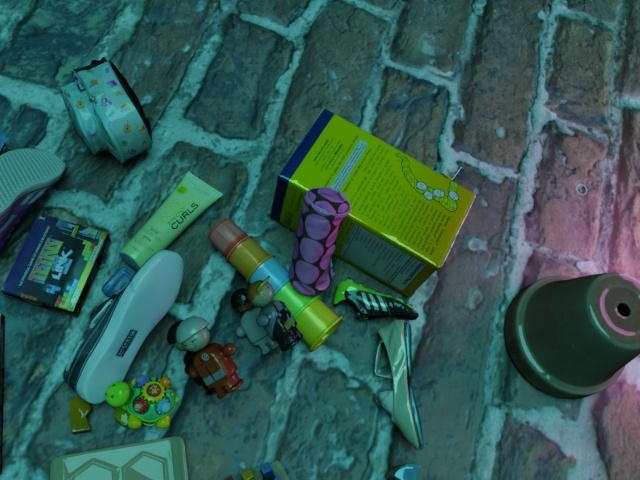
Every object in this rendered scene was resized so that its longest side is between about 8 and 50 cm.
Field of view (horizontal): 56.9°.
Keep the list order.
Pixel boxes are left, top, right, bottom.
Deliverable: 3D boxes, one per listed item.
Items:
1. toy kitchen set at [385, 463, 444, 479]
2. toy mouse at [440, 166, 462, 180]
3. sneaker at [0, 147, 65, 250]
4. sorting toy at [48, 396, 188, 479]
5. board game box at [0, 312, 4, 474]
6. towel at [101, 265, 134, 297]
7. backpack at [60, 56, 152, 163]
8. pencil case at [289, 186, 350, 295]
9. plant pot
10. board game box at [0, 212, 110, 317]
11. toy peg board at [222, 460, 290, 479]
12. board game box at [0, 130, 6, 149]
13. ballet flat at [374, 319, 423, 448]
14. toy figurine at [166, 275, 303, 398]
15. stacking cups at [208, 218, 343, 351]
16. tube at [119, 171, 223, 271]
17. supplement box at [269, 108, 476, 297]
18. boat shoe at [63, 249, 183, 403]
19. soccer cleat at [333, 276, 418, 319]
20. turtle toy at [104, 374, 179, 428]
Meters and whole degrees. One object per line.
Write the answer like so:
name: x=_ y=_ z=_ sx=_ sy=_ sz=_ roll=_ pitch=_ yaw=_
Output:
toy kitchen set: x=0.172 y=0.513 z=1.029 sx=0.166 sy=0.122 sz=0.207 roll=29 pitch=66 yaw=3
toy mouse: x=0.283 y=-0.083 z=1.352 sx=0.160 sy=0.031 sz=0.143 roll=-17 pitch=71 yaw=-17
sneaker: x=-0.611 y=-0.069 z=1.146 sx=0.102 sy=0.161 sz=0.282 roll=30 pitch=32 yaw=-4
sorting toy: x=-0.347 y=0.418 z=1.024 sx=0.228 sy=0.041 sz=0.308 roll=-6 pitch=62 yaw=-16
board game box: x=-0.637 y=0.274 z=1.034 sx=0.144 sy=0.027 sz=0.282 roll=-5 pitch=68 yaw=-14
towel: x=-0.364 y=0.109 z=1.153 sx=0.119 sy=0.029 sz=0.067 roll=38 pitch=67 yaw=6
backpack: x=-0.435 y=-0.255 z=1.219 sx=0.144 sy=0.166 sz=0.188 roll=-36 pitch=75 yaw=-21
pencil case: x=0.000 y=0.000 z=1.101 sx=0.098 sy=0.209 sz=0.095 roll=-9 pitch=45 yaw=-26
plant pot: x=0.537 y=0.170 z=1.185 sx=0.262 sy=0.229 sz=0.263 roll=3 pitch=67 yaw=-8
board game box: x=-0.508 y=0.047 z=1.142 sx=0.140 sy=0.048 sz=0.171 roll=16 pitch=65 yaw=-5
toy peg board: x=-0.111 y=0.451 z=0.984 sx=0.160 sy=0.079 sz=0.161 roll=-25 pitch=39 yaw=-19
board game box: x=-0.678 y=-0.144 z=1.169 sx=0.168 sy=0.033 sz=0.133 roll=-32 pitch=44 yaw=8
ballet flat: x=0.149 y=0.280 z=1.157 sx=0.086 sy=0.086 sz=0.249 roll=2 pitch=66 yaw=-10
toy figurine: x=-0.159 y=0.168 z=1.065 sx=0.209 sy=0.213 sz=0.148 roll=-34 pitch=91 yaw=-21
stacking cups: x=-0.098 y=0.083 z=1.191 sx=0.316 sy=0.096 sz=0.096 roll=42 pitch=66 yaw=14
tube: x=-0.310 y=-0.041 z=1.213 sx=0.240 sy=0.062 sz=0.070 roll=-53 pitch=125 yaw=-29
supplement box: x=0.100 y=-0.072 z=1.225 sx=0.356 sy=0.194 sz=0.195 roll=30 pitch=65 yaw=3
boat shoe: x=-0.365 y=0.142 z=1.083 sx=0.102 sy=0.108 sz=0.301 roll=22 pitch=80 yaw=31
soccer cleat: x=0.113 y=0.138 z=1.218 sx=0.178 sy=0.060 sz=0.072 roll=21 pitch=75 yaw=6
turtle toy: x=-0.315 y=0.279 z=1.049 sx=0.130 sy=0.066 sz=0.095 roll=7 pitch=47 yaw=-21
